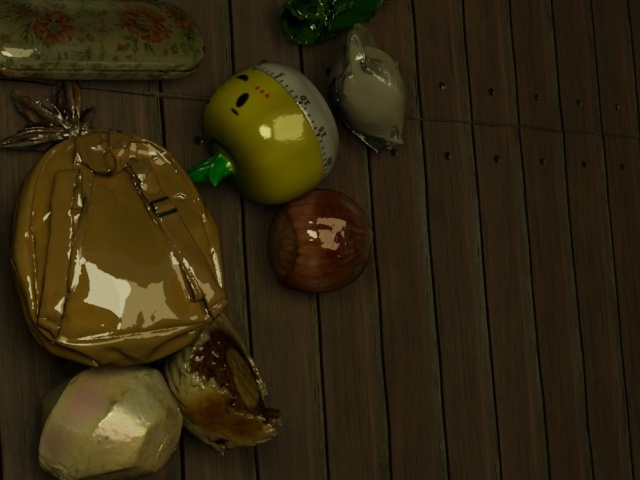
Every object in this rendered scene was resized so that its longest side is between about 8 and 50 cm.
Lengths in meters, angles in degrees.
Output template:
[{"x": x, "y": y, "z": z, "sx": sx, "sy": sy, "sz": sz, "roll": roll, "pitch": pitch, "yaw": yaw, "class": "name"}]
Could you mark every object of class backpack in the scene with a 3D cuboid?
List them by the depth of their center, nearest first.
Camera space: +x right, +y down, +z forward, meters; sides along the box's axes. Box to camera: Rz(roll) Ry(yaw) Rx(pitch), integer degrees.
[{"x": -0.319, "y": 0.017, "z": 1.586, "sx": 0.354, "sy": 0.201, "sz": 0.377, "roll": 2, "pitch": 75, "yaw": -27, "class": "backpack"}]

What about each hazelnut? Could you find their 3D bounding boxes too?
[{"x": 0.000, "y": 0.000, "z": 1.936, "sx": 0.214, "sy": 0.176, "sz": 0.214, "roll": 1, "pitch": 99, "yaw": 4, "class": "hazelnut"}]

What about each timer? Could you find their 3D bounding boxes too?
[{"x": -0.130, "y": -0.172, "z": 1.830, "sx": 0.285, "sy": 0.285, "sz": 0.285, "roll": 6, "pitch": 81, "yaw": -37, "class": "timer"}]

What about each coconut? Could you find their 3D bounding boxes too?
[{"x": -0.355, "y": 0.294, "z": 1.612, "sx": 0.237, "sy": 0.237, "sz": 0.197, "roll": -19, "pitch": 129, "yaw": -37, "class": "coconut"}]

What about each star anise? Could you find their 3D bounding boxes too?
[{"x": -0.438, "y": -0.167, "z": 1.697, "sx": 0.236, "sy": 0.093, "sz": 0.229, "roll": 37, "pitch": 58, "yaw": -32, "class": "star anise"}]

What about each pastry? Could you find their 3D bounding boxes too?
[{"x": -0.199, "y": 0.254, "z": 1.765, "sx": 0.170, "sy": 0.236, "sz": 0.256, "roll": -34, "pitch": 125, "yaw": 9, "class": "pastry"}]

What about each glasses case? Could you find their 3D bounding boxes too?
[{"x": -0.398, "y": -0.354, "z": 1.727, "sx": 0.425, "sy": 0.098, "sz": 0.156, "roll": -7, "pitch": 60, "yaw": -38, "class": "glasses case"}]

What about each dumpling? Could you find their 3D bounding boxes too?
[{"x": 0.090, "y": -0.320, "z": 2.085, "sx": 0.163, "sy": 0.204, "sz": 0.293, "roll": -29, "pitch": 132, "yaw": -2, "class": "dumpling"}]

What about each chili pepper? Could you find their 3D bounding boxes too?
[{"x": 0.057, "y": -0.555, "z": 2.068, "sx": 0.167, "sy": 0.213, "sz": 0.385, "roll": 32, "pitch": 52, "yaw": 17, "class": "chili pepper"}]
